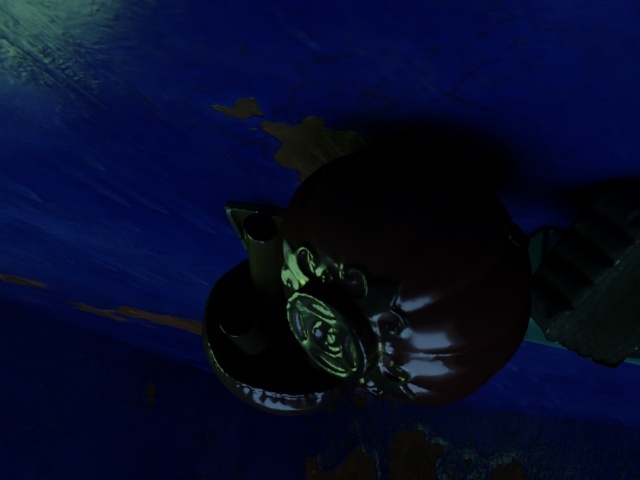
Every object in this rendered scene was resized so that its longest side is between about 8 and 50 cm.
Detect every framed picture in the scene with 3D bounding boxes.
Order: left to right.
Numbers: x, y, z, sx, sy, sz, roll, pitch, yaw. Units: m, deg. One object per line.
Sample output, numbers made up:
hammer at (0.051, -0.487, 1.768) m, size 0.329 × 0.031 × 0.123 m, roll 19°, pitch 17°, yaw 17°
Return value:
framed picture at (0.000, 0.000, 1.218) m, size 0.281 × 0.019 × 0.209 m, roll 9°, pitch 162°, yaw 5°

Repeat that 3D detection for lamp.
lamp at (0.090, 0.039, 0.873) m, size 0.303 × 0.257 × 0.303 m, roll 33°, pitch 143°, yaw 29°

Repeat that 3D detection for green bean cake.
green bean cake at (0.338, 0.047, 0.898) m, size 0.183 × 0.185 × 0.094 m, roll 24°, pitch -163°, yaw -41°

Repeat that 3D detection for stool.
stool at (-0.037, 0.103, 1.137) m, size 0.272 × 0.272 × 0.178 m, roll 11°, pitch 150°, yaw -3°

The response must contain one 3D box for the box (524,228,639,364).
box at (0.408, 0.093, 1.109) m, size 0.311 × 0.118 × 0.205 m, roll 13°, pitch 161°, yaw -10°
